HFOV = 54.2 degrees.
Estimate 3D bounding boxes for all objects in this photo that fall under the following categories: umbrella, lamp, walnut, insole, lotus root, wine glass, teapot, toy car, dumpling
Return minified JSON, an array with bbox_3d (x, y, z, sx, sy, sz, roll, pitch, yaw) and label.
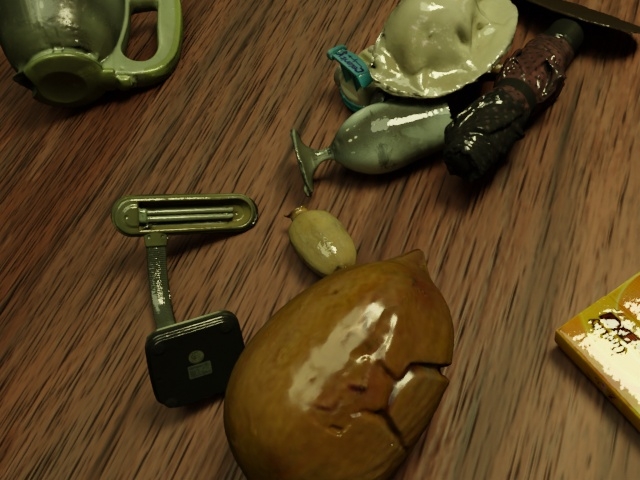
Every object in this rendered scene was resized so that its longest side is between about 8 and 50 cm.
[{"bbox_3d":[0.268,-0.198,0.850,0.090,0.094,0.326,34,62,17],"label":"umbrella"},{"bbox_3d":[-0.149,0.060,0.829,0.203,0.125,0.283,-13,48,-16],"label":"lamp"},{"bbox_3d":[0.029,0.132,0.640,0.203,0.203,0.298,28,82,32],"label":"walnut"},{"bbox_3d":[0.351,-0.369,0.966,0.111,0.007,0.328,-14,40,-37],"label":"insole"},{"bbox_3d":[0.000,0.000,0.829,0.073,0.062,0.150,-34,55,-6],"label":"lotus root"},{"bbox_3d":[0.073,-0.138,0.877,0.222,0.103,0.103,-16,54,8],"label":"wine glass"},{"bbox_3d":[-0.438,-0.366,1.171,0.239,0.321,0.240,-36,60,44],"label":"teapot"},{"bbox_3d":[0.100,-0.270,0.958,0.161,0.098,0.126,-35,55,-4],"label":"toy car"},{"bbox_3d":[0.177,-0.283,0.855,0.172,0.142,0.247,30,70,24],"label":"dumpling"}]

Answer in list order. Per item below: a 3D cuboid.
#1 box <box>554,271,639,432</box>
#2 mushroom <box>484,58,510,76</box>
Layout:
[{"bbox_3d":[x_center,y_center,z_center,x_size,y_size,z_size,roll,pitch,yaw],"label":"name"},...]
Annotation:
[{"bbox_3d":[0.402,0.081,0.651,0.269,0.043,0.152,-33,55,-5],"label":"box"},{"bbox_3d":[0.241,-0.274,0.933,0.129,0.073,0.088,-13,13,3],"label":"mushroom"}]
